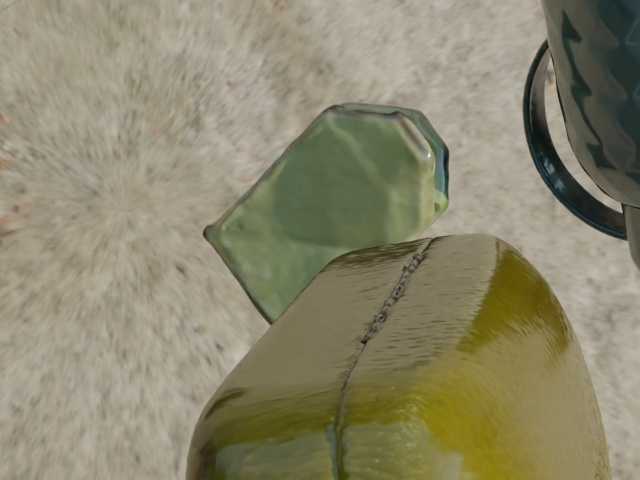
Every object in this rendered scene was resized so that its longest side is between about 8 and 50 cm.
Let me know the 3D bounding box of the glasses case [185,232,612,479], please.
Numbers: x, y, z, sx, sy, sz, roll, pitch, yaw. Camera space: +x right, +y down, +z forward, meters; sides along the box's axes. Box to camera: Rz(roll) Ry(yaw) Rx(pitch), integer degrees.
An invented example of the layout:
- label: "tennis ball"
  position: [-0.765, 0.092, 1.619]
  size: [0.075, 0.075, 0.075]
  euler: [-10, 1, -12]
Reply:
- label: "glasses case"
  position: [0.055, 0.104, 0.727]
  size: [0.141, 0.371, 0.173]
  euler: [-7, 99, 12]

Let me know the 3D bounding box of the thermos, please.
- label: "thermos"
  position: [0.214, -0.107, 1.100]
  size: [0.145, 0.182, 0.286]
  euler: [-42, 130, -41]

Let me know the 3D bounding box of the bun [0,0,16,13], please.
- label: "bun"
  position: [-0.296, -0.263, 1.156]
  size: [0.273, 0.168, 0.272]
  euler: [3, 64, -6]

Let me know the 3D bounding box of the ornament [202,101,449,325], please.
- label: "ornament"
  position: [0.000, 0.000, 1.165]
  size: [0.180, 0.059, 0.201]
  euler: [6, 104, 21]
